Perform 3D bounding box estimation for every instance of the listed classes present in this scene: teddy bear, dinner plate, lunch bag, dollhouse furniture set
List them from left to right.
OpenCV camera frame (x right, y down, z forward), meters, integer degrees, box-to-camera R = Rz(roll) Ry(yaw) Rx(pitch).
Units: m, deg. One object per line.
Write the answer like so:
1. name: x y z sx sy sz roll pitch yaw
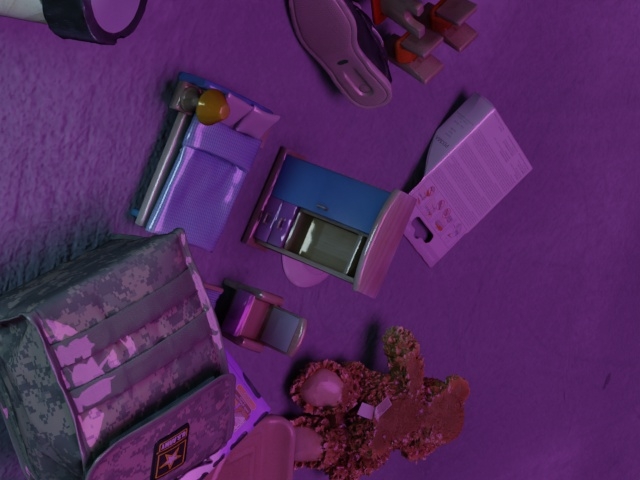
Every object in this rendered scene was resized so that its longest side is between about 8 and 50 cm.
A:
1. lunch bag: -0.225 0.163 1.680 0.235 0.169 0.287 -30 108 -39
2. dollhouse furniture set: -0.079 -0.012 1.808 0.303 0.198 0.286 24 88 -53
3. dinner plate: 0.000 0.000 2.068 0.141 0.017 0.141 -25 125 -42
4. teddy bear: 0.068 0.248 2.226 0.338 0.113 0.245 -17 114 -38
5. dollhouse furniture set: 0.152 -0.383 1.967 0.259 0.135 0.262 -44 153 -22

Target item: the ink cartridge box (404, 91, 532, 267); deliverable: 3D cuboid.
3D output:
1. ink cartridge box: 0.200 -0.088 2.264 0.224 0.056 0.181 -43 141 -1

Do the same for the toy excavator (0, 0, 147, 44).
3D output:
1. toy excavator: -0.212 -0.457 1.442 0.445 0.222 0.433 -47 141 -47

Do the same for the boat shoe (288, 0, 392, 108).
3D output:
1. boat shoe: 0.026 -0.269 1.925 0.233 0.084 0.079 54 38 -44

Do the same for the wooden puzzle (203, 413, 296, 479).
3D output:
1. wooden puzzle: -0.192 0.410 1.994 0.348 0.080 0.322 -17 120 -41

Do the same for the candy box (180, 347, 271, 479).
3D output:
1. candy box: -0.184 0.209 1.839 0.196 0.070 0.165 -43 106 -30
